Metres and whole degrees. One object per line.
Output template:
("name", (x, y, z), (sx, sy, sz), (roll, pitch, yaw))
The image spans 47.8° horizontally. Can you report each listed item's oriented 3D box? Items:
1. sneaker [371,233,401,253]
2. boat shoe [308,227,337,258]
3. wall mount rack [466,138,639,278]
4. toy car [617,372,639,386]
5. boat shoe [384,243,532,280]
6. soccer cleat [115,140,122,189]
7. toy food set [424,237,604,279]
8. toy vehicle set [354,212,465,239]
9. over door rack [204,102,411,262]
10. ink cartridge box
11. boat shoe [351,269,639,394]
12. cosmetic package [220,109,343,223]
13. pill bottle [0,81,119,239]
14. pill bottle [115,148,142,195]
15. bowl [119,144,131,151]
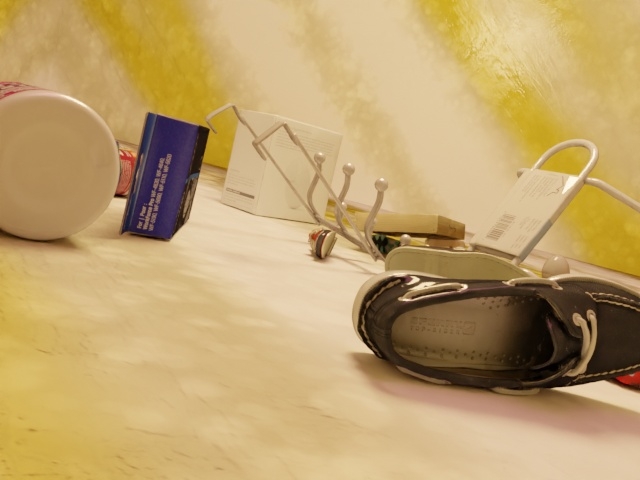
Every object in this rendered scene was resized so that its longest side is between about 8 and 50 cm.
("sneaker", (0.122, 0.005, 1.489), (0.098, 0.038, 0.069), (20, 0, -36))
("boat shoe", (0.000, 0.000, 1.189), (0.043, 0.049, 0.137), (28, 1, 4))
("wall mount rack", (0.390, 0.001, 1.171), (0.130, 0.350, 0.304), (49, -15, -32))
("toy car", (0.284, 0.104, 0.893), (0.225, 0.053, 0.239), (16, 7, 12))
("boat shoe", (0.214, 0.049, 1.094), (0.227, 0.081, 0.068), (13, 10, 15))
("soccer cleat", (-0.451, -0.144, 1.154), (0.289, 0.121, 0.093), (15, 7, 8))
("toy food set", (0.375, 0.049, 1.388), (0.306, 0.092, 0.219), (18, 8, 28))
("toy vehicle set", (0.191, -0.028, 1.486), (0.166, 0.035, 0.267), (3, -2, 22))
("over door rack", (-0.008, -0.110, 1.177), (0.324, 0.108, 0.239), (41, -5, -31))
("ink cartridge box", (-0.218, -0.096, 1.056), (0.065, 0.165, 0.333), (15, 7, -6))
("boat shoe", (0.181, 0.086, 0.631), (0.302, 0.114, 0.091), (1, 8, -10))
("cosmetic package", (-0.089, -0.171, 1.694), (0.138, 0.225, 0.224), (20, 8, 43))
("pill bottle", (-0.359, -0.107, 0.865), (0.160, 0.160, 0.283), (9, 8, -35))
("pill bottle", (-0.393, -0.127, 1.292), (0.086, 0.086, 0.152), (18, 8, 32))
("bowl", (-0.484, -0.171, 1.497), (0.170, 0.080, 0.170), (14, 7, -2))
